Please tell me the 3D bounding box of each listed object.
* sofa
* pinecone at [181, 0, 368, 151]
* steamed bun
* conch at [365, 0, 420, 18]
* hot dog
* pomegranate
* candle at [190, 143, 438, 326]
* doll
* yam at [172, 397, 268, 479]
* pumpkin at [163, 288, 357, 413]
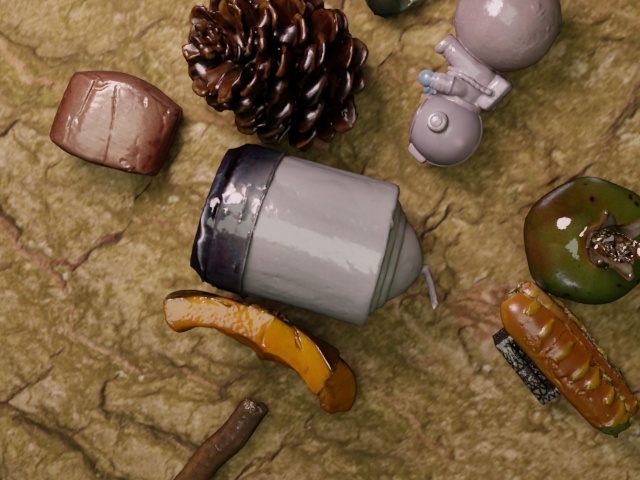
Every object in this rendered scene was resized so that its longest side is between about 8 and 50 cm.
[{"bbox_3d":[0.309,0.184,1.122,0.039,0.060,0.118,-40,91,14],"label":"sofa"},{"bbox_3d":[-0.062,-0.244,1.030,0.224,0.272,0.224,-15,67,38],"label":"pinecone"},{"bbox_3d":[-0.307,-0.181,1.141,0.175,0.106,0.145,20,94,-9],"label":"steamed bun"},{"bbox_3d":[0.126,-0.422,1.040,0.188,0.122,0.176,-22,115,12],"label":"conch"},{"bbox_3d":[0.365,0.168,1.091,0.269,0.115,0.072,46,121,-6],"label":"hot dog"},{"bbox_3d":[0.370,0.001,1.010,0.181,0.224,0.182,0,90,4],"label":"pomegranate"},{"bbox_3d":[0.000,0.000,1.065,0.342,0.221,0.221,16,99,2],"label":"candle"},{"bbox_3d":[0.217,-0.230,1.045,0.151,0.151,0.287,29,104,3],"label":"doll"},{"bbox_3d":[-0.172,0.344,1.216,0.057,0.057,0.241,41,102,1],"label":"yam"},{"bbox_3d":[-0.069,0.152,1.083,0.258,0.290,0.095,26,79,13],"label":"pumpkin"}]
